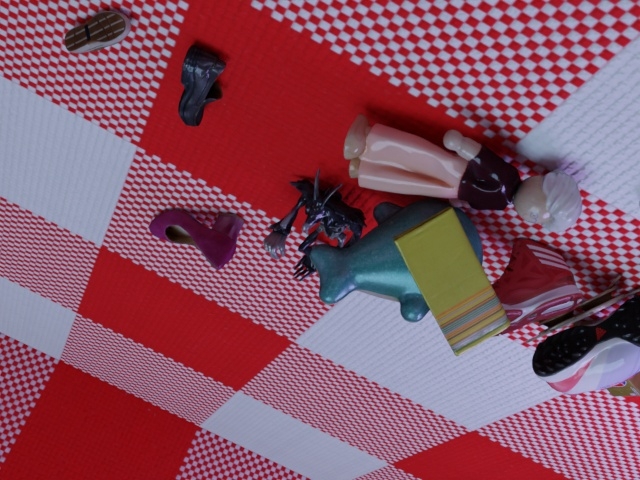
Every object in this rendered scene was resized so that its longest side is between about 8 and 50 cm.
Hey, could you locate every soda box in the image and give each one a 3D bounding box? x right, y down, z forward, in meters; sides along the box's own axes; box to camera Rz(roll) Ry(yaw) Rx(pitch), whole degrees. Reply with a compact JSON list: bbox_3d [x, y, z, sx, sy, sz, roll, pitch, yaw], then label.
[{"bbox_3d":[0.524,0.216,1.687,0.061,0.058,0.181,-11,136,43],"label":"soda box"}]

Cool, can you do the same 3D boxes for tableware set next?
[{"bbox_3d":[0.431,0.114,1.561,0.039,0.128,0.194,65,152,10],"label":"tableware set"}]

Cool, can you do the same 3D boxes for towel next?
[{"bbox_3d":[0.201,0.064,1.399,0.237,0.102,0.021,60,180,-26],"label":"towel"}]

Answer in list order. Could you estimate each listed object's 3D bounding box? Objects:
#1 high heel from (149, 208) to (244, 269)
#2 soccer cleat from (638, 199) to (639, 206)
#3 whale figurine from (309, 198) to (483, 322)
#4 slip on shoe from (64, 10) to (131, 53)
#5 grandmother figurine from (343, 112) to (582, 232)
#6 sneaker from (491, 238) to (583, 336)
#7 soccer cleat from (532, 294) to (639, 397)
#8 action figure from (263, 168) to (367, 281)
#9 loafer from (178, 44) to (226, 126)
[{"bbox_3d":[-0.262,0.007,1.824,0.244,0.117,0.082,3,146,31],"label":"high heel"},{"bbox_3d":[0.474,-0.057,1.287,0.029,0.035,0.083,32,150,-16],"label":"soccer cleat"},{"bbox_3d":[0.124,0.022,1.461,0.272,0.216,0.141,-8,154,-8],"label":"whale figurine"},{"bbox_3d":[-0.334,-0.316,1.418,0.135,0.051,0.041,-13,176,35],"label":"slip on shoe"},{"bbox_3d":[0.211,-0.089,1.354,0.343,0.104,0.208,17,172,15],"label":"grandmother figurine"},{"bbox_3d":[0.302,0.076,1.513,0.221,0.128,0.087,-12,147,-1],"label":"sneaker"},{"bbox_3d":[0.512,0.175,1.535,0.318,0.108,0.116,-29,125,34],"label":"soccer cleat"},{"bbox_3d":[0.000,0.000,1.612,0.164,0.141,0.275,26,155,19],"label":"action figure"},{"bbox_3d":[-0.183,-0.229,1.437,0.061,0.062,0.170,18,152,-1],"label":"loafer"}]
